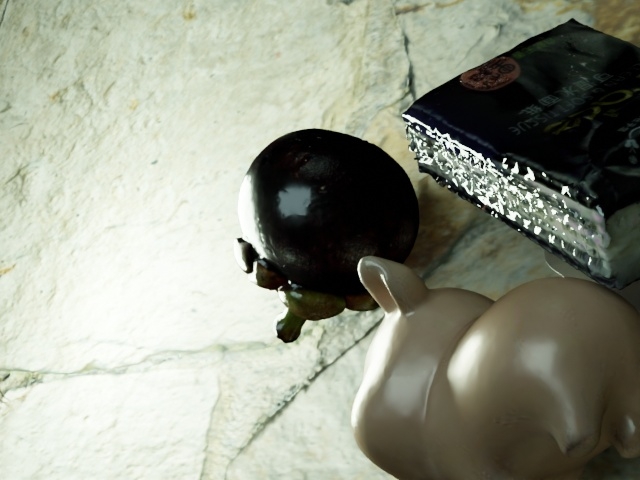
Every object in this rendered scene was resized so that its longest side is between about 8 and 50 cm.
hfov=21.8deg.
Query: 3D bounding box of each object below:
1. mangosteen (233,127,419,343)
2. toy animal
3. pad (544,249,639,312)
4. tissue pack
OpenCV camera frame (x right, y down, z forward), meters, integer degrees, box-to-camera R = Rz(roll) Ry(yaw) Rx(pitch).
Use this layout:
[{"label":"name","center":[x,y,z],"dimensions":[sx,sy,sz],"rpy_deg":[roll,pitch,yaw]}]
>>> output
[{"label":"mangosteen","center":[0.000,0.000,1.851],"dimensions":[0.211,0.211,0.250],"rpy_deg":[30,107,51]},{"label":"toy animal","center":[0.167,0.134,1.559],"dimensions":[0.326,0.237,0.269],"rpy_deg":[-43,46,37]},{"label":"pad","center":[0.332,-0.005,1.622],"dimensions":[0.266,0.002,0.176],"rpy_deg":[38,101,50]},{"label":"tissue pack","center":[0.262,-0.100,1.588],"dimensions":[0.245,0.123,0.332],"rpy_deg":[-30,35,-18]}]
